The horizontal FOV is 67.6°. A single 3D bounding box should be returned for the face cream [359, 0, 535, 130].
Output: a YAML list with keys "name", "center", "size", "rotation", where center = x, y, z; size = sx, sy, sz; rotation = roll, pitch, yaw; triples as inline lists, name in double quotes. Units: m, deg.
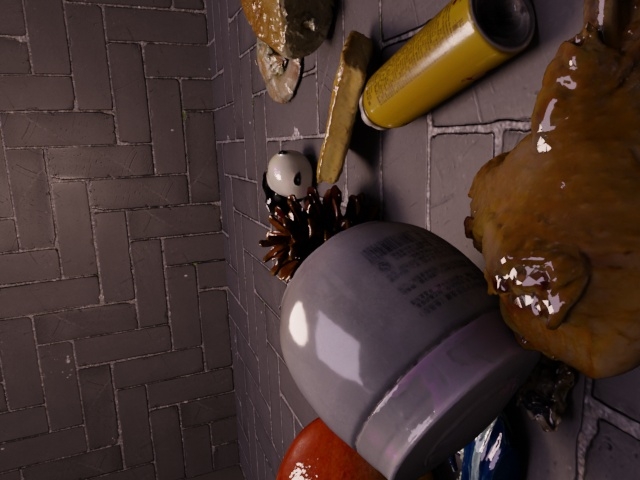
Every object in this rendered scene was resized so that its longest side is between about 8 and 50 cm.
- name: "face cream"
  center: [0.155, -0.251, 0.726]
  size: [0.349, 0.105, 0.105]
  rotation: [163, 100, -68]

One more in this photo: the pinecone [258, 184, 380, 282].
- name: "pinecone"
  center: [0.001, 0.006, 1.001]
  size: [0.264, 0.264, 0.264]
  rotation: [173, 90, -69]

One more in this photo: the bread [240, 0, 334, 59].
- name: "bread"
  center: [-0.065, -0.549, 1.104]
  size: [0.246, 0.176, 0.195]
  rotation: [48, 159, 35]

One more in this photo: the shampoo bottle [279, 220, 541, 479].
- name: "shampoo bottle"
  center: [0.101, 0.131, 0.604]
  size: [0.266, 0.273, 0.273]
  rotation: [49, 142, 35]

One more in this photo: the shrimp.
- name: "shrimp"
  center: [-0.115, -0.572, 1.367]
  size: [0.247, 0.085, 0.360]
  rotation: [40, 136, 48]

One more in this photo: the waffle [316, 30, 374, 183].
- name: "waffle"
  center: [0.048, -0.261, 0.965]
  size: [0.168, 0.057, 0.274]
  rotation: [-75, -1, -51]

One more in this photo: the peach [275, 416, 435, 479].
- name: "peach"
  center: [0.064, 0.479, 0.889]
  size: [0.332, 0.308, 0.308]
  rotation: [-70, -14, -63]

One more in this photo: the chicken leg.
- name: "chicken leg"
  center: [0.245, -0.085, 0.502]
  size: [0.295, 0.182, 0.409]
  rotation: [-124, 35, -80]

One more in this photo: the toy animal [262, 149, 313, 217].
- name: "toy animal"
  center: [-0.085, -0.165, 1.340]
  size: [0.166, 0.138, 0.179]
  rotation: [56, 143, 12]

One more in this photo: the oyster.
- name: "oyster"
  center: [0.267, 0.177, 0.641]
  size: [0.148, 0.051, 0.103]
  rotation: [-136, 50, -73]

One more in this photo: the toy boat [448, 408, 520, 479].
- name: "toy boat"
  center: [0.221, 0.318, 0.786]
  size: [0.291, 0.070, 0.210]
  rotation: [155, 112, -71]
